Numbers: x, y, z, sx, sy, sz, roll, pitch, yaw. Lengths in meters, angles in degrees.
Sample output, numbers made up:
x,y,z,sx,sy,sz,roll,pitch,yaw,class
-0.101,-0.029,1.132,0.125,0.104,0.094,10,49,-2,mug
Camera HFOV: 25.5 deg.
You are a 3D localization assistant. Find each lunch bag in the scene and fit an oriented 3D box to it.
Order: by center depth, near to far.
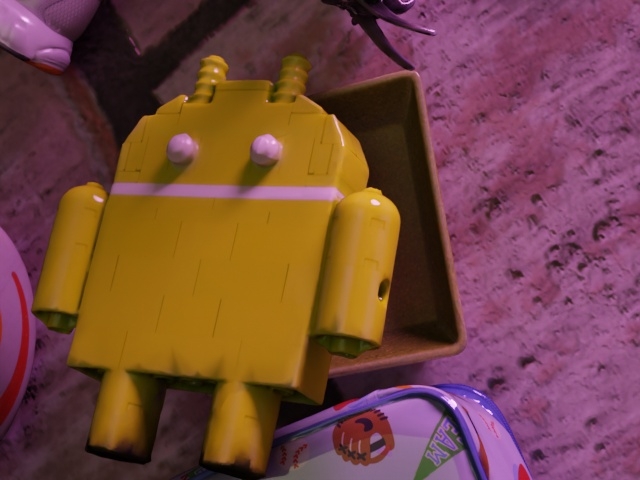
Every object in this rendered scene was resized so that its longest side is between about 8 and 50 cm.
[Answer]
x,y,z,sx,sy,sz,roll,pitch,yaw,class
0.005,0.239,0.891,0.303,0.115,0.243,-26,79,17,lunch bag

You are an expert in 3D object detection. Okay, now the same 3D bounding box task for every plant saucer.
x,y,z,sx,sy,sz,roll,pitch,yaw,class
0.000,0.000,0.949,0.188,0.045,0.188,-12,80,20,plant saucer

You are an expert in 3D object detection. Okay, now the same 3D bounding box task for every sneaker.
x,y,z,sx,sy,sz,roll,pitch,yaw,class
-0.257,-0.239,1.055,0.262,0.099,0.121,39,92,12,sneaker

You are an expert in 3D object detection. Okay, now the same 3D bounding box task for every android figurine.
x,y,z,sx,sy,sz,roll,pitch,yaw,class
-0.065,0.008,0.888,0.248,0.056,0.273,4,73,28,android figurine

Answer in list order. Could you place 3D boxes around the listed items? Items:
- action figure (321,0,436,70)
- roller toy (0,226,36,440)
x,y,z,sx,sy,sz,roll,pitch,yaw,class
-0.009,-0.239,0.917,0.141,0.164,0.276,-9,73,-8,action figure
-0.306,0.064,0.984,0.146,0.191,0.209,2,86,22,roller toy
